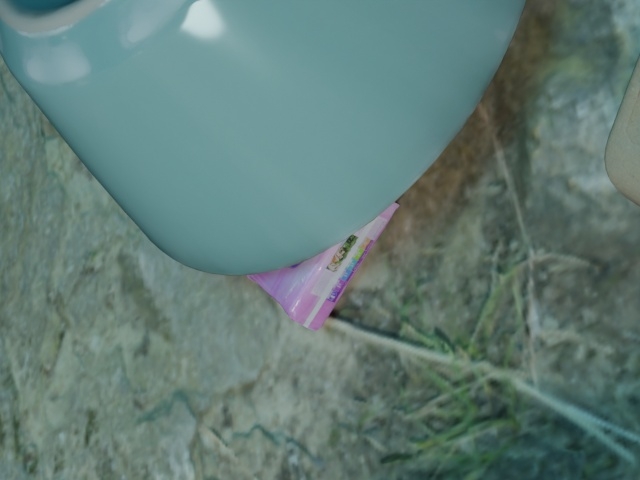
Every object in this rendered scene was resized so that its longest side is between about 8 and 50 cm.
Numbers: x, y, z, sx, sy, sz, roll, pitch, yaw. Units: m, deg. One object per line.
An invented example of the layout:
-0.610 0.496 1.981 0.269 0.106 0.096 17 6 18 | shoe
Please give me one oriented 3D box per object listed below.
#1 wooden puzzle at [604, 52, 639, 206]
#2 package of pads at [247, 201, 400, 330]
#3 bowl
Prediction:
0.213 -0.079 0.606 0.221 0.044 0.239 38 124 44 | wooden puzzle
0.000 0.000 0.841 0.050 0.032 0.083 40 102 45 | package of pads
-0.056 -0.155 0.836 0.311 0.163 0.312 -25 51 34 | bowl
